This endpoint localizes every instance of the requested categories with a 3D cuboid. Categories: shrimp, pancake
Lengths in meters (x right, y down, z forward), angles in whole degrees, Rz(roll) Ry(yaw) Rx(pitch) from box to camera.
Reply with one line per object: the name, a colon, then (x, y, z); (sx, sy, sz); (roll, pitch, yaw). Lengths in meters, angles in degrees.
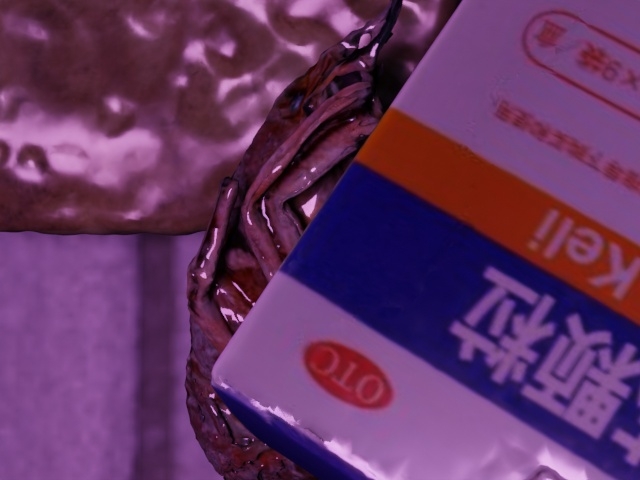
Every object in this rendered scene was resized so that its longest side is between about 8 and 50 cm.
shrimp: (-0.001, -0.001, 0.642); (0.073, 0.075, 0.190); (22, 103, 14)
pancake: (-0.069, -0.104, 0.677); (0.236, 0.042, 0.222); (-36, 94, 11)

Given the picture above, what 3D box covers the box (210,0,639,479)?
box: (0.139, -0.021, 0.550); (0.200, 0.106, 0.299); (31, 80, 21)
